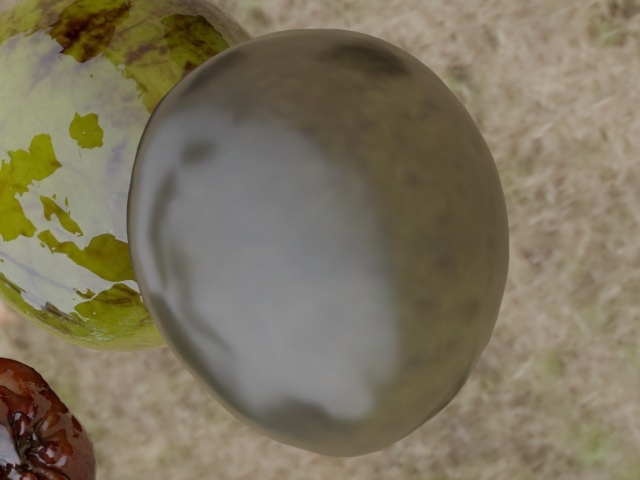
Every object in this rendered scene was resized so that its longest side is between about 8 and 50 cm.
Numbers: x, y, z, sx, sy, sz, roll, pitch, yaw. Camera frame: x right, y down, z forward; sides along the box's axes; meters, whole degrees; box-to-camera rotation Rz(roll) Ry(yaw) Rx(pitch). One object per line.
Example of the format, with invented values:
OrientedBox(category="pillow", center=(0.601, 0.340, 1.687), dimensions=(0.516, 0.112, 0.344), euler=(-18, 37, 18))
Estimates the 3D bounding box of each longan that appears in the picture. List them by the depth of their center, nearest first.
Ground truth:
OrientedBox(category="longan", center=(0.000, 0.000, 0.997), dimensions=(0.215, 0.246, 0.246), euler=(0, 111, 37))

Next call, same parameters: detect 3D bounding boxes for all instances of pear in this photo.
OrientedBox(category="pear", center=(-0.133, -0.055, 1.263), dimensions=(0.284, 0.284, 0.283), euler=(27, 130, 38))

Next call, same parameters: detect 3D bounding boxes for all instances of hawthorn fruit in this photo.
OrientedBox(category="hawthorn fruit", center=(-0.220, 0.151, 1.081), dimensions=(0.172, 0.148, 0.148), euler=(-30, 87, 44))

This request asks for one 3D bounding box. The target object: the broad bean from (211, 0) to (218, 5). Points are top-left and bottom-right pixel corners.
OrientedBox(category="broad bean", center=(-0.197, -0.174, 1.660), dimensions=(0.100, 0.228, 0.169), euler=(-112, -3, -55))
